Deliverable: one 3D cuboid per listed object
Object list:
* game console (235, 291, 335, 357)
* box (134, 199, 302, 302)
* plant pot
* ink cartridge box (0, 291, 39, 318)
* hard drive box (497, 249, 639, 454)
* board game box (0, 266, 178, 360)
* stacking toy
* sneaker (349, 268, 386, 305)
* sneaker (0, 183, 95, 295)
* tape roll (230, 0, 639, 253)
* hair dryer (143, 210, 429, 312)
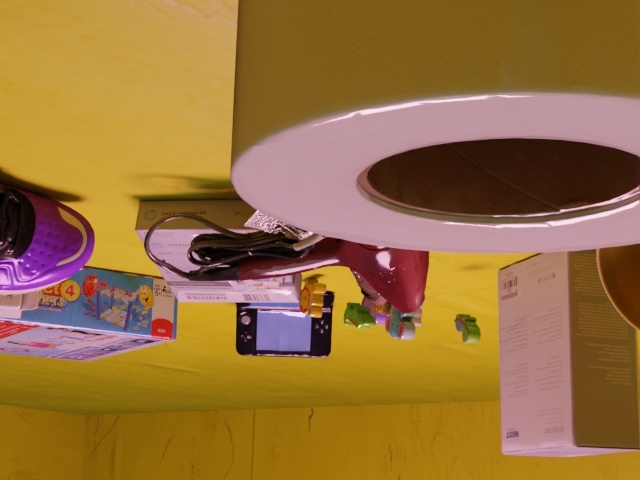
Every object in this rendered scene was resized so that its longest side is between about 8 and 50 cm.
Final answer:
[{"bbox_3d":[-0.053,0.122,1.653,0.144,0.124,0.085,2,-167,-1],"label":"game console"},{"bbox_3d":[-0.104,0.015,1.219,0.145,0.038,0.186,-1,155,8],"label":"box"},{"bbox_3d":[0.355,0.020,1.122,0.095,0.134,0.134,-21,178,-27],"label":"plant pot"},{"bbox_3d":[-0.397,0.038,1.311,0.143,0.092,0.090,5,166,-13],"label":"ink cartridge box"},{"bbox_3d":[0.289,0.135,1.343,0.089,0.232,0.181,6,166,-17],"label":"hard drive box"},{"bbox_3d":[-0.401,0.099,1.582,0.302,0.086,0.308,11,164,-33],"label":"board game box"},{"bbox_3d":[0.086,0.098,1.462,0.167,0.052,0.221,6,-174,-22],"label":"stacking toy"},{"bbox_3d":[0.066,0.026,1.318,0.071,0.066,0.188,30,165,-5],"label":"sneaker"},{"bbox_3d":[-0.332,-0.017,1.053,0.293,0.102,0.146,11,163,-34],"label":"sneaker"},{"bbox_3d":[0.083,-0.101,0.515,0.246,0.169,0.246,1,166,0],"label":"tape roll"},{"bbox_3d":[0.000,0.000,1.109,0.294,0.080,0.224,25,147,-30],"label":"hair dryer"}]
